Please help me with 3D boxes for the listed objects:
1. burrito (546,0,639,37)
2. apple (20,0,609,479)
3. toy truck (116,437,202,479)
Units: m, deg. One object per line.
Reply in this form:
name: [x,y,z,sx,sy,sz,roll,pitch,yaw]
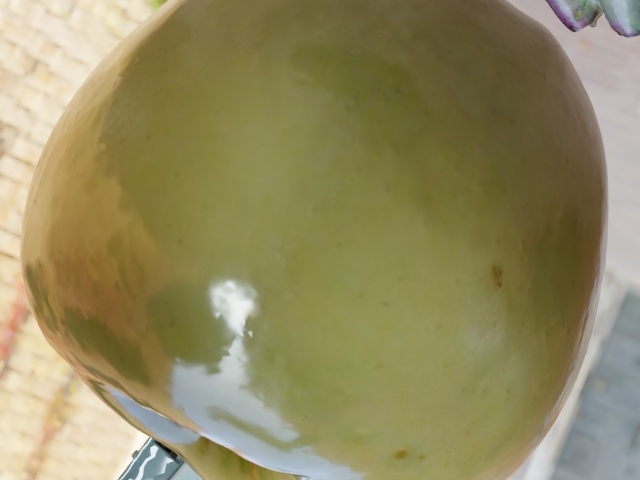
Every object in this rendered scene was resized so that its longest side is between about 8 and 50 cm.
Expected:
burrito: [0.047,-0.212,0.586,0.096,0.066,0.309,-19,102,52]
apple: [0.000,0.000,0.768,0.262,0.262,0.262,23,176,2]
toy truck: [-0.017,0.139,1.205,0.184,0.338,0.133,41,-164,4]
